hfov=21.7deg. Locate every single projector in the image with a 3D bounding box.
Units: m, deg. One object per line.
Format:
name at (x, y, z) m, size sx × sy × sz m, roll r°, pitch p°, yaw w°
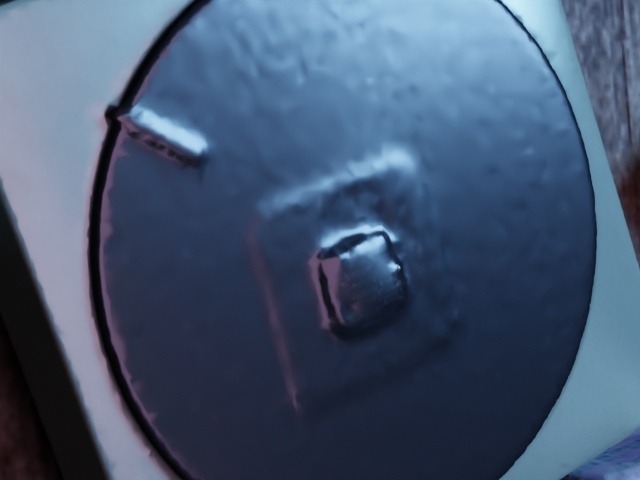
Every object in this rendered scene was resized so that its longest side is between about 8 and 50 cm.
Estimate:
projector at (0.000, 0.000, 0.655) m, size 0.257 × 0.079 × 0.259 m, roll -26°, pitch 105°, yaw -30°

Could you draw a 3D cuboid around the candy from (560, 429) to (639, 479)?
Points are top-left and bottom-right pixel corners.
candy at (0.180, 0.122, 0.778) m, size 0.160 × 0.073 × 0.092 m, roll -21°, pitch 105°, yaw -30°
